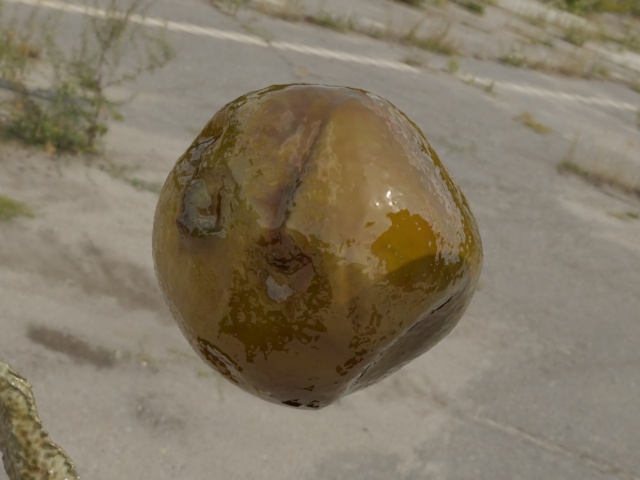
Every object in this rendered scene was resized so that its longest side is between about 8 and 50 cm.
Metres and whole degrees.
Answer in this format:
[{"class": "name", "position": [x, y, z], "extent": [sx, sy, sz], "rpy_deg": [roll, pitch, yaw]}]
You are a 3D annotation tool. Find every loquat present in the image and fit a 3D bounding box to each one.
[{"class": "loquat", "position": [0.000, 0.000, 0.895], "extent": [0.276, 0.276, 0.283], "rpy_deg": [33, 21, 31]}]

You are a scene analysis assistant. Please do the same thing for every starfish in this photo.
[{"class": "starfish", "position": [-0.138, 0.217, 0.696], "extent": [0.302, 0.299, 0.060], "rpy_deg": [16, 42, 29]}]
